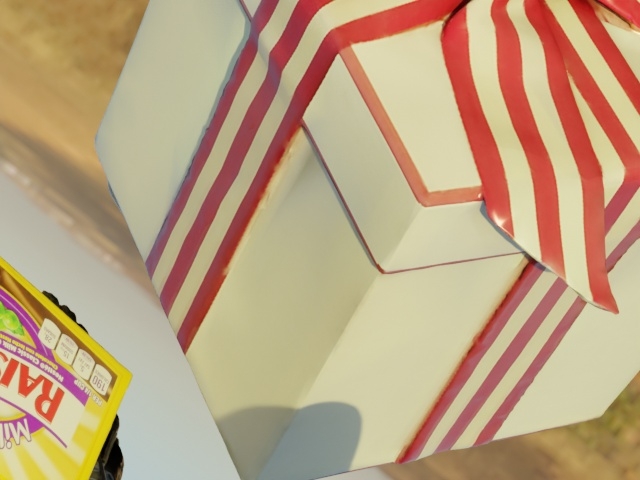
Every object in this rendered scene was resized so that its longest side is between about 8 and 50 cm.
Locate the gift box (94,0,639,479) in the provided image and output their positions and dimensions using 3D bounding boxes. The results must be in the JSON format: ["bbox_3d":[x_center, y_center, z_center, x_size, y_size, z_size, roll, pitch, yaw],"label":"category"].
[{"bbox_3d":[0.074,-0.043,0.871,0.276,0.255,0.258,58,143,27],"label":"gift box"}]

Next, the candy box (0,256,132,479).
[{"bbox_3d":[-0.177,0.040,0.847,0.027,0.105,0.206,-22,124,40],"label":"candy box"}]

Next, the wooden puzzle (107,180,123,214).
[{"bbox_3d":[0.000,0.000,1.550,0.322,0.348,0.080,58,-143,0],"label":"wooden puzzle"}]

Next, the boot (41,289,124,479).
[{"bbox_3d":[-0.189,0.219,1.245,0.131,0.348,0.260,0,-168,-11],"label":"boot"}]
